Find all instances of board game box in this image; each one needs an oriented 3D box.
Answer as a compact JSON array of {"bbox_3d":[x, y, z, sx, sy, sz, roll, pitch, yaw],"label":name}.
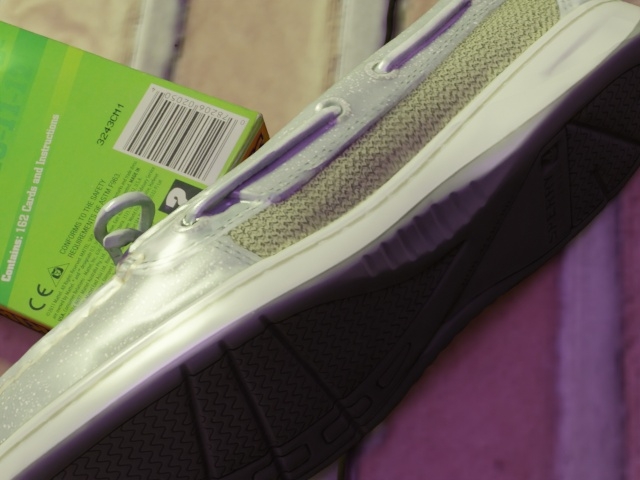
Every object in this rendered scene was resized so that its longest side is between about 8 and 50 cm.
[{"bbox_3d":[-0.165,-0.043,0.533,0.259,0.039,0.124,22,71,14],"label":"board game box"}]

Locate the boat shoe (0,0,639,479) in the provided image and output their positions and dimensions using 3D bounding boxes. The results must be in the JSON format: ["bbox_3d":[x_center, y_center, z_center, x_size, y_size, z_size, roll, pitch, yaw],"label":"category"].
[{"bbox_3d":[0.001,-0.002,0.449,0.320,0.118,0.103,-39,55,-16],"label":"boat shoe"}]
